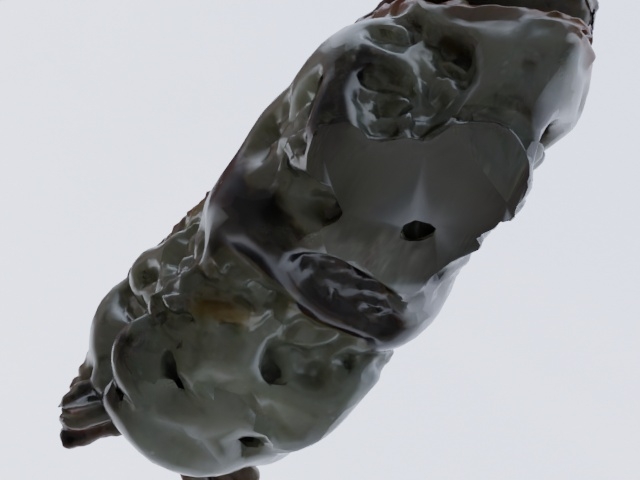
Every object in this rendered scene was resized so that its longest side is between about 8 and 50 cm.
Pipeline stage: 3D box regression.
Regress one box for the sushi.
[{"bbox_3d":[0.000,0.000,0.784,0.124,0.130,0.332,33,-54,-13],"label":"sushi"}]
